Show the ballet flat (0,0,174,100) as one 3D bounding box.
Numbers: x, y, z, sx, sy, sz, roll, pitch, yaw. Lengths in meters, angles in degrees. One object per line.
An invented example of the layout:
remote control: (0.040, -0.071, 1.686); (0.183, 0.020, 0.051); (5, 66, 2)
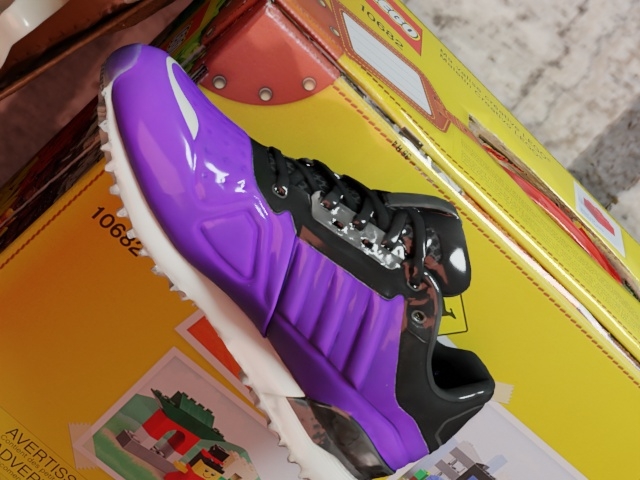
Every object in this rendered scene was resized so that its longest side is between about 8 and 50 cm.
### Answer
ballet flat: (-0.158, -0.165, 0.996); (0.342, 0.124, 0.116); (-29, 111, 18)

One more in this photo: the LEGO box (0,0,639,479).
LEGO box: (0.024, 0.096, 1.070); (0.372, 0.193, 0.500); (-40, 107, 21)

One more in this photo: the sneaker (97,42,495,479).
sneaker: (0.000, 0.000, 0.868); (0.146, 0.102, 0.293); (-26, 116, 13)
